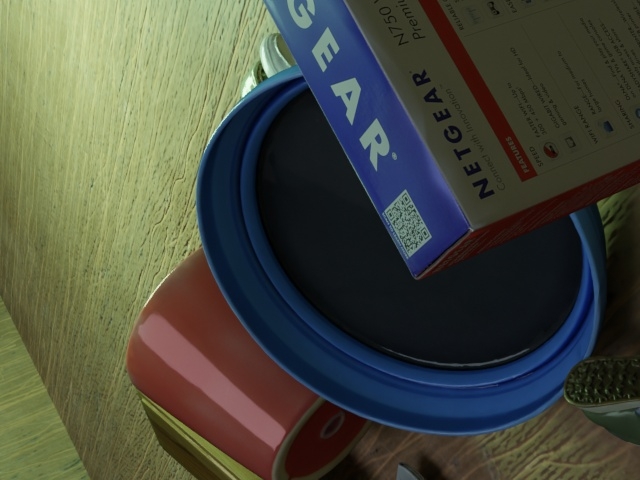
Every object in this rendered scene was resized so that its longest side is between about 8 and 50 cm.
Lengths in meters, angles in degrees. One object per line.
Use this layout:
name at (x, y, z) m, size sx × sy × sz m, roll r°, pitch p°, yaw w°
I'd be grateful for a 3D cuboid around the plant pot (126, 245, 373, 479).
plant pot at (-0.065, 0.161, 1.419) m, size 0.243 × 0.275 × 0.275 m, roll 39°, pitch 143°, yaw 28°

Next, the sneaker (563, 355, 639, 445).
sneaker at (0.299, 0.136, 0.915) m, size 0.192 × 0.064 × 0.086 m, roll -2°, pitch 145°, yaw 44°

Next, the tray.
tray at (-0.089, 0.354, 1.627) m, size 0.411 × 0.076 × 0.203 m, roll 36°, pitch 155°, yaw 25°

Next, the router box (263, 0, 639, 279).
router box at (0.116, -0.183, 0.741) m, size 0.336 × 0.301 × 0.082 m, roll 63°, pitch 153°, yaw 12°

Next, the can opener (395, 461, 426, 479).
can opener at (0.101, 0.385, 1.445) m, size 0.074 × 0.093 × 0.280 m, roll 47°, pitch 151°, yaw 35°

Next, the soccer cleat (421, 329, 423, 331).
soccer cleat at (0.096, 0.074, 1.220) m, size 0.196 × 0.068 × 0.076 m, roll 118°, pitch 135°, yaw -71°

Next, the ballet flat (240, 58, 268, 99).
ballet flat at (-0.017, -0.109, 1.301) m, size 0.248 × 0.086 × 0.086 m, roll 58°, pitch 152°, yaw 19°

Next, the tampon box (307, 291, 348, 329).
tampon box at (0.000, 0.000, 1.211) m, size 0.161 × 0.101 × 0.120 m, roll 42°, pitch 115°, yaw 1°

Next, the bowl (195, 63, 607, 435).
bowl at (0.072, 0.006, 1.033) m, size 0.391 × 0.077 × 0.391 m, roll 16°, pitch 129°, yaw 21°

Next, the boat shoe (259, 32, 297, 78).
boat shoe at (-0.001, -0.168, 1.241) m, size 0.184 × 0.066 × 0.063 m, roll 59°, pitch 138°, yaw 22°
